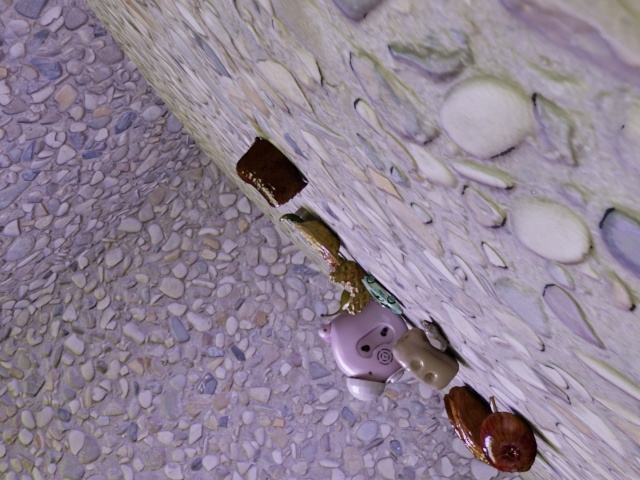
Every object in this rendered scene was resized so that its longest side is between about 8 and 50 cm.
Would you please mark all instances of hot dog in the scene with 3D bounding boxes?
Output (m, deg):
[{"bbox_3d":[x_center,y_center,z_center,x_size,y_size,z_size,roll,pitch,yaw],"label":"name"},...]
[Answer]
[{"bbox_3d":[0.611,0.721,1.983,0.387,0.174,0.267,42,175,33],"label":"hot dog"}]

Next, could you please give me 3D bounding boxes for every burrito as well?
[{"bbox_3d":[0.338,0.283,1.564,0.058,0.045,0.188,41,172,41],"label":"burrito"}]

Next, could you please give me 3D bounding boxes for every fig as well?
[{"bbox_3d":[0.566,0.597,1.616,0.175,0.175,0.207,46,-171,2],"label":"fig"},{"bbox_3d":[0.106,0.296,2.421,0.124,0.236,0.124,54,170,14],"label":"fig"}]

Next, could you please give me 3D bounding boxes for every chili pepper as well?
[{"bbox_3d":[-0.007,0.008,2.047,0.359,0.076,0.085,43,157,-16],"label":"chili pepper"}]

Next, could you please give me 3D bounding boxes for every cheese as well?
[{"bbox_3d":[0.337,0.374,1.710,0.235,0.117,0.218,30,-166,-31],"label":"cheese"}]

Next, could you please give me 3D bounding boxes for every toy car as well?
[{"bbox_3d":[0.209,0.191,1.817,0.186,0.058,0.093,44,172,30],"label":"toy car"}]

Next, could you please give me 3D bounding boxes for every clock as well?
[{"bbox_3d":[0.197,0.390,1.977,0.326,0.342,0.184,53,-178,16],"label":"clock"}]

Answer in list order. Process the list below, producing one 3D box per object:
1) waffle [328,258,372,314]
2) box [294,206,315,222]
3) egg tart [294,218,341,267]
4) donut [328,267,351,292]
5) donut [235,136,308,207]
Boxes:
[{"bbox_3d":[0.113,0.163,1.889,0.194,0.149,0.051,49,157,-18],"label":"waffle"},{"bbox_3d":[-0.050,-0.078,1.939,0.083,0.035,0.079,49,174,-21],"label":"box"},{"bbox_3d":[0.002,0.000,1.837,0.213,0.090,0.212,47,173,8],"label":"egg tart"},{"bbox_3d":[0.105,0.165,2.358,0.166,0.065,0.108,45,170,-5],"label":"donut"},{"bbox_3d":[-0.142,-0.188,1.450,0.187,0.126,0.144,48,167,-13],"label":"donut"}]
